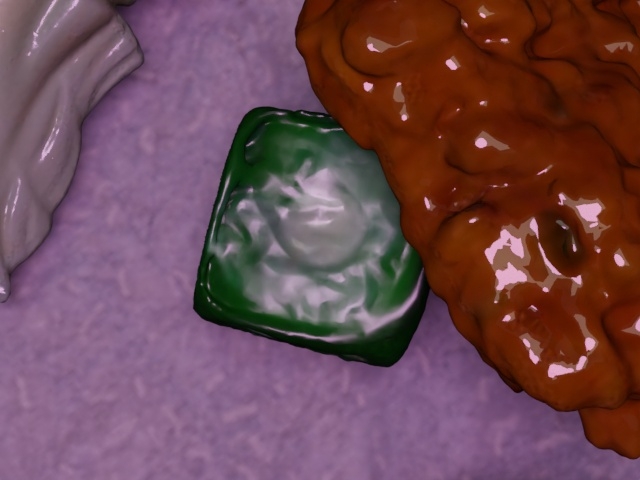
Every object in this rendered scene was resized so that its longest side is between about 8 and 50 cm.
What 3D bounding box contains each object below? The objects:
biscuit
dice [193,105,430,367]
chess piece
[{"bbox_3d":[0.155,-0.054,0.760,0.318,0.110,0.312,-24,81,-47],"label":"biscuit"},{"bbox_3d":[0.000,0.000,0.798,0.128,0.120,0.131,14,82,-2],"label":"dice"},{"bbox_3d":[-0.190,-0.117,0.796,0.175,0.176,0.298,30,87,3],"label":"chess piece"}]
